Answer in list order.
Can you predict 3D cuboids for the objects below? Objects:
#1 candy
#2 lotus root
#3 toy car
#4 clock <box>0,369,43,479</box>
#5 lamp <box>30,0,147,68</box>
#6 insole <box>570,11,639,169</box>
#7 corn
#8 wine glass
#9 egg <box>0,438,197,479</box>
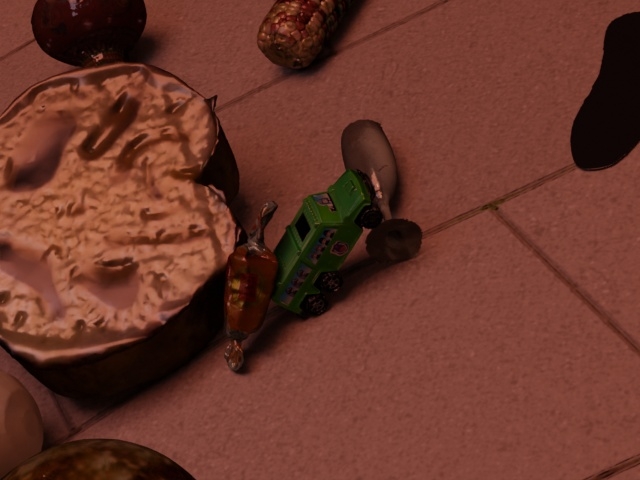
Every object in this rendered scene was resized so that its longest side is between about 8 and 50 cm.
[{"bbox_3d":[-0.076,0.046,1.615,0.053,0.046,0.182,13,90,56],"label":"candy"},{"bbox_3d":[-0.258,-0.017,1.711,0.375,0.111,0.390,-1,61,3],"label":"lotus root"},{"bbox_3d":[0.000,0.000,1.624,0.165,0.063,0.071,-57,33,24],"label":"toy car"},{"bbox_3d":[-0.482,0.229,1.640,0.342,0.184,0.326,-45,46,-11],"label":"clock"},{"bbox_3d":[-0.307,-0.284,2.095,0.156,0.157,0.134,-28,67,48],"label":"lamp"},{"bbox_3d":[0.328,-0.167,1.703,0.086,0.005,0.253,-2,47,28],"label":"insole"},{"bbox_3d":[0.003,-0.320,1.996,0.086,0.086,0.253,6,50,35],"label":"corn"},{"bbox_3d":[0.060,-0.059,1.700,0.066,0.066,0.198,-23,39,7],"label":"wine glass"},{"bbox_3d":[-0.187,0.308,1.321,0.238,0.238,0.289,-22,51,9],"label":"egg"}]
